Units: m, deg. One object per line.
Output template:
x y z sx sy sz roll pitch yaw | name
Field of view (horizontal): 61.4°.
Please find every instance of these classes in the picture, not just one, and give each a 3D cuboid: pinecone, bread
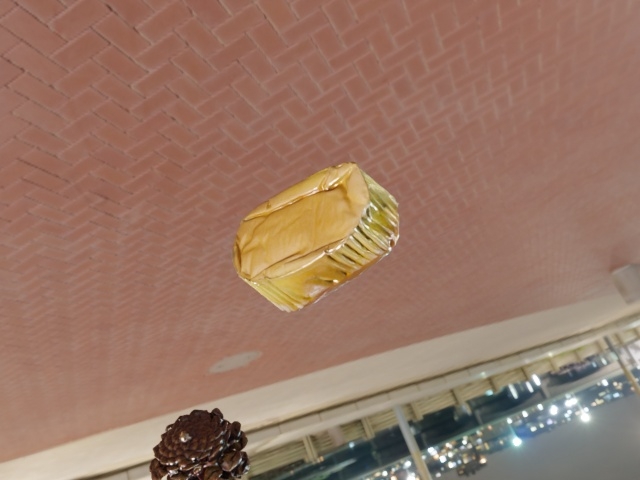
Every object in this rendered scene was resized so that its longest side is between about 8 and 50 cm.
-0.159 0.306 0.737 0.140 0.140 0.120 -18 120 -11 | pinecone
0.000 0.000 0.934 0.288 0.204 0.156 -33 136 20 | bread
